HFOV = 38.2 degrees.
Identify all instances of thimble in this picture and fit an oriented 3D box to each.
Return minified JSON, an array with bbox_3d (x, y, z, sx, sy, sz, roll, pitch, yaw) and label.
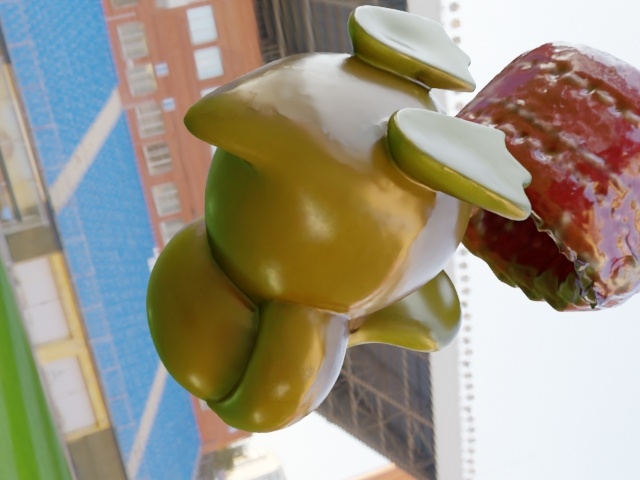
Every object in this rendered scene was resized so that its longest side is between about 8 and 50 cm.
[{"bbox_3d":[0.161,-0.042,0.637,0.163,0.125,0.189,49,-10,-15],"label":"thimble"}]

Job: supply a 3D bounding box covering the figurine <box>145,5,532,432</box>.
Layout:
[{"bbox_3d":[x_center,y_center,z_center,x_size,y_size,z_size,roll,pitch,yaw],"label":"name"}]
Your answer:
[{"bbox_3d":[-0.003,-0.006,0.538,0.228,0.215,0.215,97,-28,-44],"label":"figurine"}]
